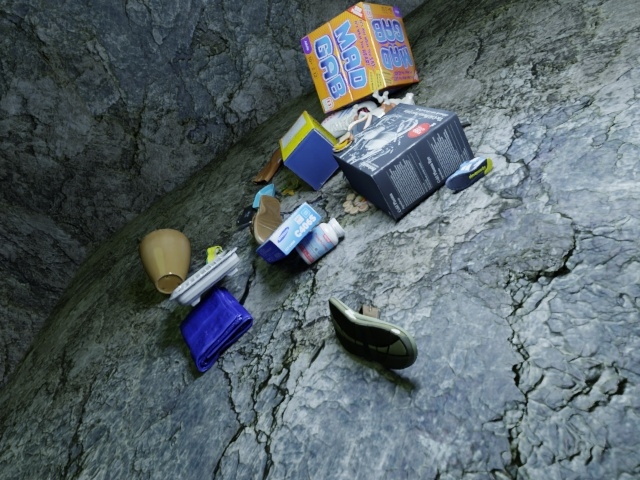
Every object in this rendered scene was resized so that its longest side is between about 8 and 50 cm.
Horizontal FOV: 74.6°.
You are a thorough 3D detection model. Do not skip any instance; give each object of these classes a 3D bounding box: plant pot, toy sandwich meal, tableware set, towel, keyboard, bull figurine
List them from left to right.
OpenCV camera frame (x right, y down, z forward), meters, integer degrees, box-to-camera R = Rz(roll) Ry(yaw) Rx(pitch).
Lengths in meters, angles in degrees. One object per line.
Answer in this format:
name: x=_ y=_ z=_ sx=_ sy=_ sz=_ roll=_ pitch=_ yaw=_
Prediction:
plant pot: x=-0.695 y=0.116 z=1.911 sx=0.237 sy=0.237 sz=0.254 roll=-36 pitch=44 yaw=5
towel: x=-0.368 y=0.276 z=1.416 sx=0.227 sy=0.076 sz=0.308 roll=-44 pitch=29 yaw=-12
keyboard: x=-0.360 y=-0.115 z=2.035 sx=0.108 sy=0.023 sz=0.180 roll=-21 pitch=32 yaw=18
tableware set: x=-0.141 y=-0.249 z=1.972 sx=0.104 sy=0.024 sz=0.154 roll=-37 pitch=29 yaw=3
toy sandwich meal: x=0.075 y=-0.337 z=1.440 sx=0.085 sy=0.029 sz=0.086 roll=-27 pitch=29 yaw=17
bull figurine: x=0.257 y=-0.535 z=1.786 sx=0.310 sy=0.188 sz=0.101 roll=-36 pitch=45 yaw=17

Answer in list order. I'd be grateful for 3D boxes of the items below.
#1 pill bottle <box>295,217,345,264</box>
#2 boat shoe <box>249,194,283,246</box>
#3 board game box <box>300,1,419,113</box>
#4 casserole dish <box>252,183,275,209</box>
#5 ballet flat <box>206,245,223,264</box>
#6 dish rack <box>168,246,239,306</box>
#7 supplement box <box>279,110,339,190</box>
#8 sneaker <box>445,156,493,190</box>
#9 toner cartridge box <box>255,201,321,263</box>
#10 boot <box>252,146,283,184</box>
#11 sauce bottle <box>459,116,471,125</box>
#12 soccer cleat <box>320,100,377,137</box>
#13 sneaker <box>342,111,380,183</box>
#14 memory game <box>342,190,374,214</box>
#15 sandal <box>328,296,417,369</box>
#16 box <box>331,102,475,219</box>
pill bottle: x=0.000 y=0.000 z=1.380 sx=0.160 sy=0.087 sz=0.087 roll=-38 pitch=28 yaw=3
boat shoe: x=-0.231 y=-0.058 z=1.733 sx=0.123 sy=0.123 sz=0.342 roll=-59 pitch=24 yaw=29
board game box: x=0.194 y=-0.853 z=1.994 sx=0.356 sy=0.357 sz=0.356 roll=-11 pitch=13 yaw=41
casserole dish: x=-0.269 y=-0.208 z=2.049 sx=0.114 sy=0.037 sz=0.188 roll=-28 pitch=29 yaw=19
ballet flat: x=-0.447 y=0.080 z=1.803 sx=0.077 sy=0.077 sz=0.231 roll=-26 pitch=26 yaw=-5
dish rack: x=-0.415 y=0.137 z=1.541 sx=0.285 sy=0.072 sz=0.333 roll=-41 pitch=11 yaw=-14
supplement box: x=-0.042 y=-0.410 z=1.878 sx=0.194 sy=0.195 sz=0.357 roll=-46 pitch=26 yaw=17
sneaker: x=0.422 y=-0.194 z=1.213 sx=0.144 sy=0.053 sz=0.059 roll=-29 pitch=29 yaw=0
toner cartridge box: x=-0.119 y=-0.015 z=1.418 sx=0.165 sy=0.075 sz=0.348 roll=-49 pitch=7 yaw=-16
boot: x=-0.227 y=-0.424 z=2.253 sx=0.264 sy=0.096 sz=0.280 roll=0 pitch=47 yaw=49
sauce bottle: x=0.463 y=-0.402 z=1.479 sx=0.128 sy=0.042 sz=0.042 roll=-8 pitch=40 yaw=39
soccer cleat: x=0.121 y=-0.579 z=2.045 sx=0.331 sy=0.116 sz=0.143 roll=-24 pitch=24 yaw=24
sneaker: x=0.140 y=-0.373 z=1.667 sx=0.321 sy=0.127 sz=0.126 roll=-60 pitch=0 yaw=-23
memory game: x=0.159 y=-0.159 z=1.504 sx=0.186 sy=0.012 sz=0.186 roll=-27 pitch=30 yaw=18
sandal: x=0.116 y=0.204 z=0.952 sx=0.086 sy=0.120 sz=0.302 roll=-21 pitch=20 yaw=-30
box: x=0.255 y=-0.275 z=1.375 sx=0.312 sy=0.179 sz=0.343 roll=-38 pitch=29 yaw=-2
